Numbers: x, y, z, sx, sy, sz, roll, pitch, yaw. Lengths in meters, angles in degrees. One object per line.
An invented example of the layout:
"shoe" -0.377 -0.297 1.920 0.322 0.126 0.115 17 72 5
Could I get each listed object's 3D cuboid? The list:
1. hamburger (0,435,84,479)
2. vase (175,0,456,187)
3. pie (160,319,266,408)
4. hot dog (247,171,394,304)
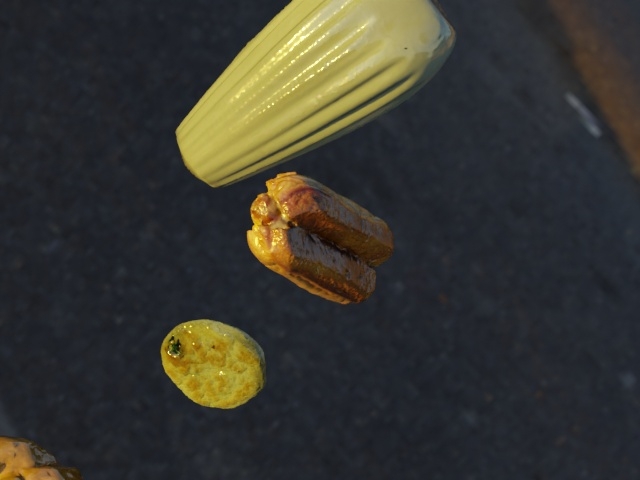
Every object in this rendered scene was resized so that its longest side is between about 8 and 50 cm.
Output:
"hamburger" -0.151 0.258 1.119 0.245 0.155 0.282 9 54 1
"vase" -0.010 -0.137 1.531 0.128 0.248 0.128 52 11 -14
"pie" -0.077 0.090 1.337 0.085 0.085 0.017 37 40 -11
"hot dog" 0.000 0.000 1.262 0.045 0.071 0.165 29 0 30
